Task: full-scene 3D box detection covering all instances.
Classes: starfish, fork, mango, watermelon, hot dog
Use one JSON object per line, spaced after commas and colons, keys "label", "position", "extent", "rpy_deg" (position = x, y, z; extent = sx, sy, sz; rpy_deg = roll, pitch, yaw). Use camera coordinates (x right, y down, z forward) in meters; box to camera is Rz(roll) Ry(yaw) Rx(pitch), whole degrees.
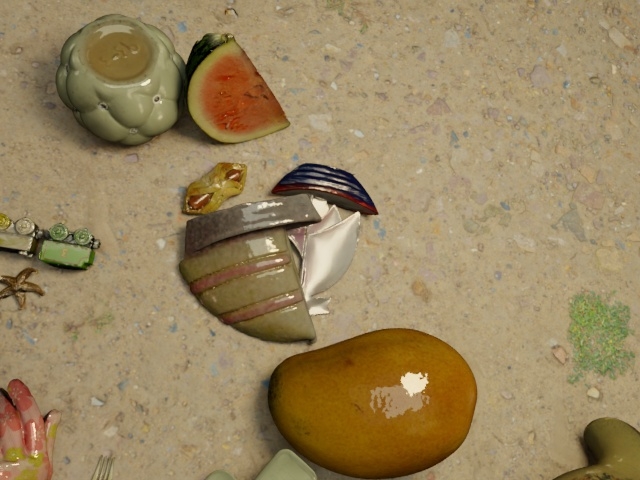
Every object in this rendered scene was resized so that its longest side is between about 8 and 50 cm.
{"label": "starfish", "position": [-0.546, 0.084, 1.025], "extent": [0.091, 0.028, 0.078], "rpy_deg": [16, 77, -12]}
{"label": "fork", "position": [-0.376, 0.461, 0.918], "extent": [0.034, 0.028, 0.219], "rpy_deg": [18, 42, -16]}
{"label": "mango", "position": [0.094, 0.292, 1.026], "extent": [0.378, 0.221, 0.263], "rpy_deg": [0, 79, -3]}
{"label": "watermelon", "position": [-0.192, -0.307, 1.132], "extent": [0.159, 0.303, 0.128], "rpy_deg": [-29, 64, 7]}
{"label": "hot dog", "position": [-0.208, -0.109, 1.145], "extent": [0.169, 0.061, 0.078], "rpy_deg": [-43, 89, -20]}

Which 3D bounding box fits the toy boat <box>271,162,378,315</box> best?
{"label": "toy boat", "position": [0.024, -0.015, 1.175], "extent": [0.219, 0.072, 0.318], "rpy_deg": [-13, 81, -13]}

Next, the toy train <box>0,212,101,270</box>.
{"label": "toy train", "position": [-0.514, 0.004, 1.039], "extent": [0.202, 0.060, 0.081], "rpy_deg": [11, 78, -9]}

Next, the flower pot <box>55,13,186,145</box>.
{"label": "flower pot", "position": [-0.377, -0.307, 1.090], "extent": [0.246, 0.195, 0.246], "rpy_deg": [3, 75, -13]}

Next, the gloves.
{"label": "gloves", "position": [-0.496, 0.349, 0.904], "extent": [0.145, 0.126, 0.241], "rpy_deg": [4, 84, -26]}

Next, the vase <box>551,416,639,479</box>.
{"label": "vase", "position": [0.575, 0.531, 1.026], "extent": [0.302, 0.329, 0.240], "rpy_deg": [-38, 130, -24]}

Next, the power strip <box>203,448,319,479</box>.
{"label": "power strip", "position": [-0.108, 0.494, 0.956], "extent": [0.229, 0.141, 0.261], "rpy_deg": [34, 64, 29]}

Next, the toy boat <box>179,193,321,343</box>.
{"label": "toy boat", "position": [-0.138, 0.050, 1.092], "extent": [0.276, 0.111, 0.293], "rpy_deg": [3, 85, -2]}
